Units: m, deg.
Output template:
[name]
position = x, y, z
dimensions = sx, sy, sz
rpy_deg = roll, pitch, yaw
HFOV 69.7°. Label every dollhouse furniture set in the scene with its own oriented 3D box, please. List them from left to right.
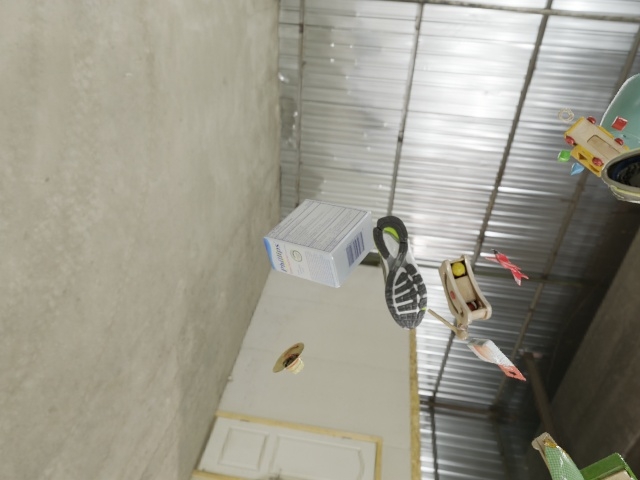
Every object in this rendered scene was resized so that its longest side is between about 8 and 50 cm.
[dollhouse furniture set]
position = 0.634, 0.564, 1.028
dimensions = 0.301, 0.151, 0.197
rpy_deg = 49, 17, -25

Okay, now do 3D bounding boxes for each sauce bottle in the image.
[sauce bottle]
position = 0.578, 0.316, 1.895
dimensions = 0.128, 0.042, 0.042
rpy_deg = -80, 174, -58

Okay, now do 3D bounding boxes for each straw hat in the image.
[straw hat]
position = -0.087, 0.407, 1.526
dimensions = 0.061, 0.144, 0.144
rpy_deg = 52, 18, -10

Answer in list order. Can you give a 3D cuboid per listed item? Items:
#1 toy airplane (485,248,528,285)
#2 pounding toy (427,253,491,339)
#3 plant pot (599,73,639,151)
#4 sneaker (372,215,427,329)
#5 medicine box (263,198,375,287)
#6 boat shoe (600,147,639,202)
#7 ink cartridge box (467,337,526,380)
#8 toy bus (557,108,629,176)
[toy airplane]
position = 0.558, 0.076, 1.362
dimensions = 0.028, 0.151, 0.151
rpy_deg = -47, 170, -3
[pounding toy]
position = 0.424, 0.190, 1.443
dimensions = 0.154, 0.155, 0.269
rpy_deg = 137, -63, -84
[plant pot]
position = 1.122, -0.392, 1.597
dimensions = 0.235, 0.293, 0.293
rpy_deg = -48, 167, -7
[sneaker]
position = 0.216, 0.087, 1.227
dimensions = 0.121, 0.111, 0.299
rpy_deg = 47, 33, -71
[medicine box]
position = 0.000, 0.000, 1.604
dimensions = 0.263, 0.289, 0.149
rpy_deg = -46, 136, -39
[boat shoe]
position = 0.605, -0.104, 0.705
dimensions = 0.091, 0.305, 0.109
rpy_deg = 8, 87, -39
[ink cartridge box]
position = 0.606, 0.420, 1.597
dimensions = 0.045, 0.179, 0.145
rpy_deg = -39, 175, -9
[toy bus]
position = 0.813, -0.288, 1.396
dimensions = 0.104, 0.191, 0.202
rpy_deg = 47, 46, -74
